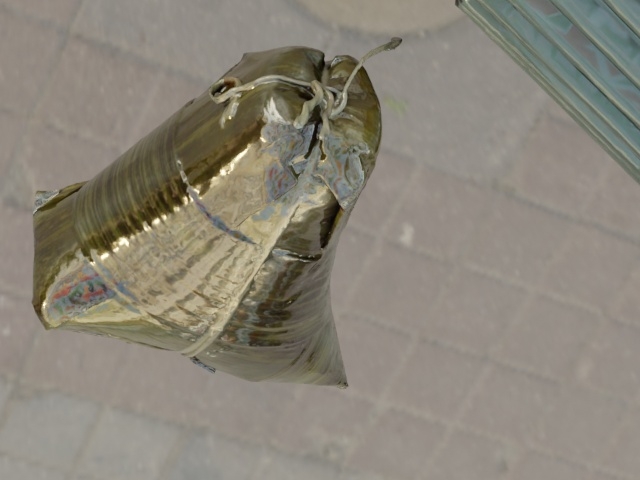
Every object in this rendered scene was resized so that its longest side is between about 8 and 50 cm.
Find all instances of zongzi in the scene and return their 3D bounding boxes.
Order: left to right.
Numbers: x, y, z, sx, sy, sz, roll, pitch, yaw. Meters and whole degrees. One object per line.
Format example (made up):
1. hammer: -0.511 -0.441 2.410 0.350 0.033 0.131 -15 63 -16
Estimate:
1. zongzi: 0.000 0.000 0.741 0.184 0.084 0.187 25 139 -34

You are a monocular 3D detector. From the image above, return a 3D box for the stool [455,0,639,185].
1. stool: 0.281 -0.092 0.865 0.297 0.297 0.330 -40 93 14
